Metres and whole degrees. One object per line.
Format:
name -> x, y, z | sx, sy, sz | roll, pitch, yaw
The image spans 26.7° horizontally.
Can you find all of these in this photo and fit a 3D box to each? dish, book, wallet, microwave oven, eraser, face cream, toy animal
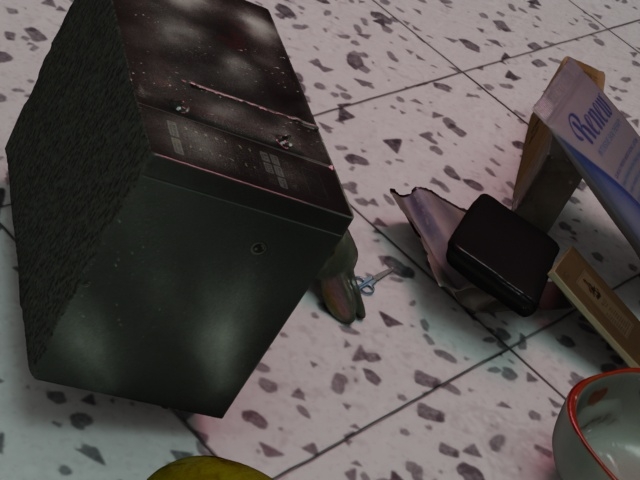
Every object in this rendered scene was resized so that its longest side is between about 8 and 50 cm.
dish -> 0.392, 0.280, 1.633 | 0.256, 0.117, 0.256 | 15, 38, -12
book -> 0.399, 0.101, 1.876 | 0.198, 0.016, 0.138 | 49, 26, 3
wallet -> 0.252, 0.015, 1.858 | 0.149, 0.044, 0.250 | 36, 26, 1
microwave oven -> -0.186, -0.066, 1.533 | 0.236, 0.374, 0.432 | 16, 32, -28
eraser -> 0.379, -0.157, 2.152 | 0.078, 0.144, 0.343 | 26, 35, -1
face cream -> 0.466, -0.069, 1.994 | 0.420, 0.137, 0.235 | 51, 36, -6
toy animal -> 0.000, -0.010, 1.783 | 0.236, 0.108, 0.138 | 43, 40, 23

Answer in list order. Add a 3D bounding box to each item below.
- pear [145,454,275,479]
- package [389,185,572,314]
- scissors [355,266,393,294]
pear -> -0.106, 0.300, 1.277 | 0.200, 0.200, 0.200 | 15, 37, -12
package -> 0.219, 0.022, 1.919 | 0.251, 0.062, 0.204 | 14, 35, -36
scissors -> 0.075, 0.051, 1.834 | 0.036, 0.006, 0.083 | 38, 38, 21
